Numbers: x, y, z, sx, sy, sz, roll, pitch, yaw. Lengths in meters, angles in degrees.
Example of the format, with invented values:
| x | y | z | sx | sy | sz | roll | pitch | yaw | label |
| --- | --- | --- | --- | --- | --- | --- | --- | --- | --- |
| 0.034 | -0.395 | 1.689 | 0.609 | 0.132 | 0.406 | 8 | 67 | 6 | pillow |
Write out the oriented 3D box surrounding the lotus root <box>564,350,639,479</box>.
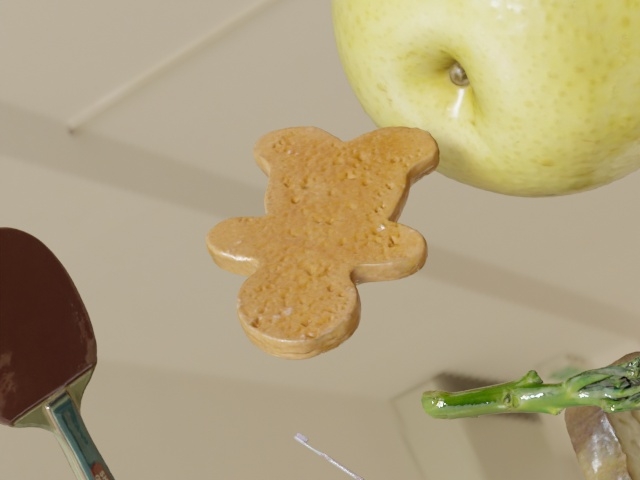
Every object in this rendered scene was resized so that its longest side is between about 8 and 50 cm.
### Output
| x | y | z | sx | sy | sz | roll | pitch | yaw | label |
| --- | --- | --- | --- | --- | --- | --- | --- | --- | --- |
| 0.331 | 0.204 | 1.782 | 0.170 | 0.074 | 0.261 | 50 | -142 | 3 | lotus root |

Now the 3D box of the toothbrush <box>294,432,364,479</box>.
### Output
| x | y | z | sx | sy | sz | roll | pitch | yaw | label |
| --- | --- | --- | --- | --- | --- | --- | --- | --- | --- |
| 0.010 | 0.235 | 1.884 | 0.097 | 0.008 | 0.006 | 31 | 161 | 27 | toothbrush |

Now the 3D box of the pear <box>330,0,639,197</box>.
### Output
| x | y | z | sx | sy | sz | roll | pitch | yaw | label |
| --- | --- | --- | --- | --- | --- | --- | --- | --- | --- |
| 0.185 | -0.205 | 1.432 | 0.348 | 0.348 | 0.348 | 47 | -155 | -31 | pear |

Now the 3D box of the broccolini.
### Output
| x | y | z | sx | sy | sz | roll | pitch | yaw | label |
| --- | --- | --- | --- | --- | --- | --- | --- | --- | --- |
| 0.171 | 0.112 | 1.266 | 0.058 | 0.216 | 0.067 | -44 | -57 | -63 | broccolini |

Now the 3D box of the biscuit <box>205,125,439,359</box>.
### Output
| x | y | z | sx | sy | sz | roll | pitch | yaw | label |
| --- | --- | --- | --- | --- | --- | --- | --- | --- | --- |
| 0.000 | 0.001 | 1.292 | 0.250 | 0.165 | 0.036 | -76 | -17 | -48 | biscuit |

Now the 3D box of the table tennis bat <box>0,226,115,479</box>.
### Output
| x | y | z | sx | sy | sz | roll | pitch | yaw | label |
| --- | --- | --- | --- | --- | --- | --- | --- | --- | --- |
| -0.245 | 0.118 | 1.529 | 0.154 | 0.021 | 0.274 | -36 | -75 | -45 | table tennis bat |
